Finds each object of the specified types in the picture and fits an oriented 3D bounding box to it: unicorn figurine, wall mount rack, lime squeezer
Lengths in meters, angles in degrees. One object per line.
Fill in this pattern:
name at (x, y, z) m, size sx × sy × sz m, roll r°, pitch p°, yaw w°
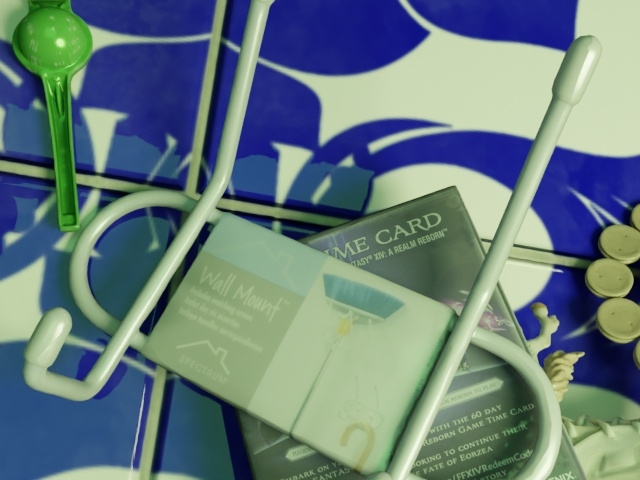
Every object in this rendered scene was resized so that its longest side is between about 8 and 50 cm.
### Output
unicorn figurine at (0.101, 0.079, 0.530) m, size 0.162 × 0.060 × 0.111 m, roll 7°, pitch 40°, yaw 25°
wall mount rack at (0.000, 0.000, 0.444) m, size 0.350 × 0.130 × 0.304 m, roll 23°, pitch 73°, yaw 16°
lime squeezer at (-0.186, -0.168, 0.514) m, size 0.059 × 0.110 × 0.310 m, roll -11°, pitch 112°, yaw -31°

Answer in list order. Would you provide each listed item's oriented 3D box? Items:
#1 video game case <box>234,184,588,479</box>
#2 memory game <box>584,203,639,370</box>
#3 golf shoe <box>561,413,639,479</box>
video game case at (0.047, 0.113, 0.476) m, size 0.196 × 0.026 × 0.274 m, roll -19°, pitch 65°, yaw 1°
memory game at (0.304, 0.042, 0.578) m, size 0.186 × 0.012 × 0.186 m, roll -2°, pitch 55°, yaw 4°
golf shoe at (0.177, 0.159, 0.496) m, size 0.306 × 0.115 × 0.140 m, roll -27°, pitch 74°, yaw -1°
